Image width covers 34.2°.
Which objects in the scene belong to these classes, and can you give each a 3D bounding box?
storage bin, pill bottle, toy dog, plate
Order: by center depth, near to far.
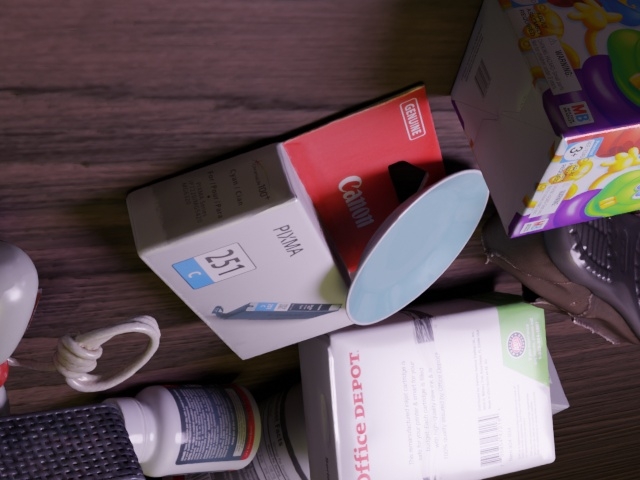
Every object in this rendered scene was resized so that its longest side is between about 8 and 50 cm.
[{"bbox_3d":[-0.252,0.214,0.876,0.180,0.084,0.122,-3,136,-33],"label":"storage bin"},{"bbox_3d":[-0.317,0.108,0.913,0.220,0.161,0.333,19,122,-47],"label":"toy dog"},{"bbox_3d":[0.088,0.003,0.986,0.188,0.024,0.188,-36,153,-21],"label":"plate"},{"bbox_3d":[-0.171,0.225,1.236,0.180,0.108,0.108,5,146,-40],"label":"pill bottle"},{"bbox_3d":[-0.037,0.288,1.371,0.318,0.176,0.176,-29,152,22],"label":"pill bottle"}]

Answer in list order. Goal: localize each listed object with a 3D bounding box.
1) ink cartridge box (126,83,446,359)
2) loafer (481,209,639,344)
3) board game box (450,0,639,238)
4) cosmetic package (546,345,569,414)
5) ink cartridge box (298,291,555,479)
[{"bbox_3d":[0.000,0.000,0.951,0.261,0.066,0.296,-20,154,5],"label":"ink cartridge box"},{"bbox_3d":[0.291,0.025,1.156,0.130,0.134,0.366,-3,156,35],"label":"loafer"},{"bbox_3d":[0.263,-0.119,0.795,0.275,0.142,0.144,-12,154,-12],"label":"board game box"},{"bbox_3d":[0.211,0.225,1.467,0.238,0.127,0.107,-34,150,33],"label":"cosmetic package"},{"bbox_3d":[0.121,0.177,1.206,0.273,0.198,0.115,-7,-174,-20],"label":"ink cartridge box"}]
